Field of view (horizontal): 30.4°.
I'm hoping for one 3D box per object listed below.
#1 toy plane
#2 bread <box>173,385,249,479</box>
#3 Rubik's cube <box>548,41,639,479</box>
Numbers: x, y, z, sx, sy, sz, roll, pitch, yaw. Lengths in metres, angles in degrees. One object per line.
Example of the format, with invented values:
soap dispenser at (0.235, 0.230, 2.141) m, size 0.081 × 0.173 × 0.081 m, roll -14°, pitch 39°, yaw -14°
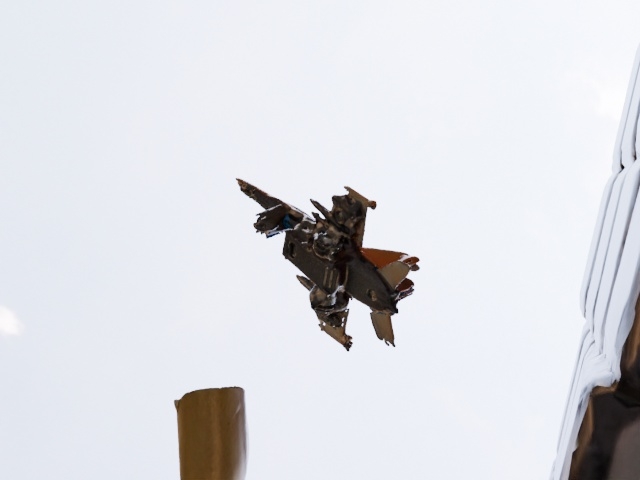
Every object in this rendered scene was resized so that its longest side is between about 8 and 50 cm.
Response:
toy plane at (-0.008, 0.004, 0.876) m, size 0.188 × 0.135 × 0.062 m, roll 30°, pitch -141°, yaw 24°
bread at (-0.073, 0.127, 0.799) m, size 0.049 × 0.062 × 0.103 m, roll -1°, pitch -64°, yaw -4°
Rubik's cube at (0.274, 0.078, 0.486) m, size 0.344 × 0.344 × 0.337 m, roll 13°, pitch -86°, yaw 12°
